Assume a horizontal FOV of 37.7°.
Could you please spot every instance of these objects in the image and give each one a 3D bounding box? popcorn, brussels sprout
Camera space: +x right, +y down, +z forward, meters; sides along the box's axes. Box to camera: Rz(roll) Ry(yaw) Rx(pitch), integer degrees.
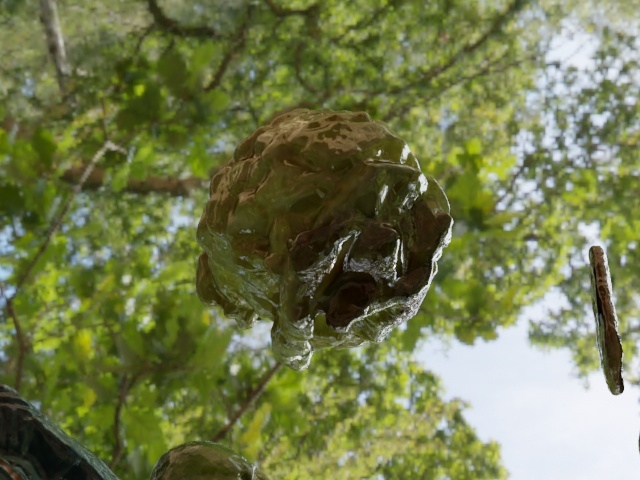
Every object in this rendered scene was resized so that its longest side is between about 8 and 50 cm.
[{"bbox_3d":[0.005,0.001,0.974,0.293,0.293,0.237,-26,-150,-38],"label":"popcorn"},{"bbox_3d":[-0.144,0.341,1.220,0.181,0.161,0.144,-10,169,27],"label":"brussels sprout"}]

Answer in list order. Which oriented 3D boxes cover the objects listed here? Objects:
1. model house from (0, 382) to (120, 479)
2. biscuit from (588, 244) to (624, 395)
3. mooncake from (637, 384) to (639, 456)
[{"bbox_3d":[-0.290,0.265,0.781,0.184,0.253,0.291,-43,180,0],"label":"model house"},{"bbox_3d":[0.232,0.062,0.765,0.018,0.071,0.147,-7,-143,13],"label":"biscuit"},{"bbox_3d":[0.404,0.150,0.757,0.283,0.283,0.141,10,172,27],"label":"mooncake"}]
